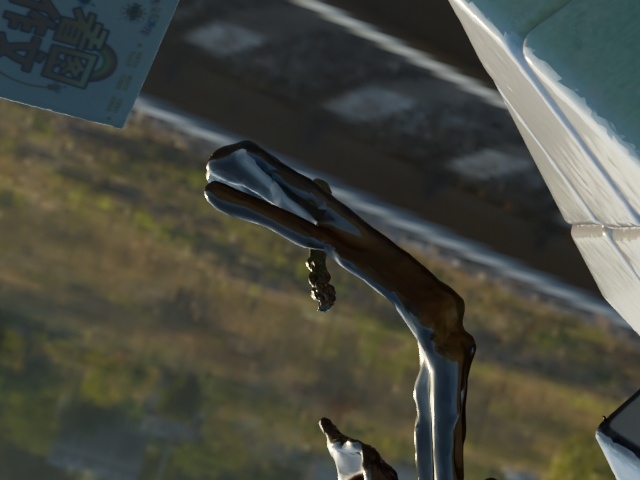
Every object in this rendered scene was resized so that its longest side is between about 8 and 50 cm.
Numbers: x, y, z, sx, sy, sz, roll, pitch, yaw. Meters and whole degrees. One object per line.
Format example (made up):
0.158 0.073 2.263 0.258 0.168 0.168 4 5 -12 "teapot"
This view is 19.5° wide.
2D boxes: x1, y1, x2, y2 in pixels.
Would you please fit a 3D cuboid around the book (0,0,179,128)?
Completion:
-0.314 -0.224 1.922 0.295 0.020 0.208 14 136 -16 "book"

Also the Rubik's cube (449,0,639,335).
0.305 -0.056 0.934 0.322 0.316 0.319 49 175 44 "Rubik's cube"

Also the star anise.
0.010 0.132 0.699 0.237 0.346 0.148 -11 -177 -20 "star anise"

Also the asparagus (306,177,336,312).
-0.001 0.000 1.612 0.025 0.024 0.248 4 -156 -3 "asparagus"

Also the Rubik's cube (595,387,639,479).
0.474 0.226 1.604 0.301 0.304 0.305 33 160 52 "Rubik's cube"
